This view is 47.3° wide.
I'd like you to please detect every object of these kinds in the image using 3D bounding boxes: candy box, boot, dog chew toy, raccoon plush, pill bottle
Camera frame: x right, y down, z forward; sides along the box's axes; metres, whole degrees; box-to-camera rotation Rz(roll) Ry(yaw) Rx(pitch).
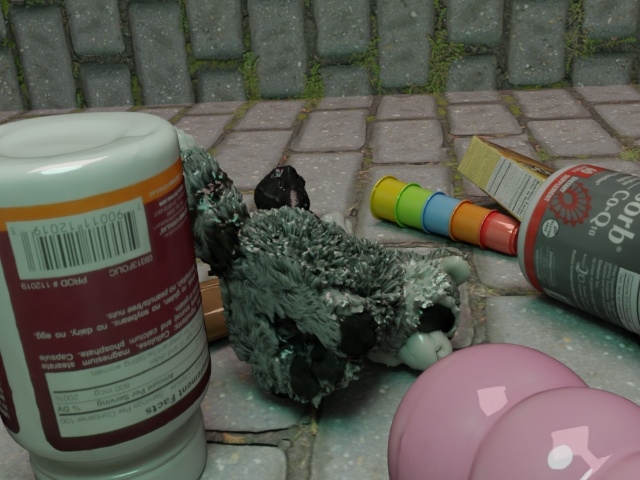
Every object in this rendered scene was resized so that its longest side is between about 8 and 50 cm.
[{"bbox_3d":[0.403,-0.095,1.379,0.183,0.087,0.316,18,17,-17],"label":"candy box"},{"bbox_3d":[-0.161,0.074,1.159,0.270,0.089,0.236,-16,25,-22],"label":"boot"},{"bbox_3d":[0.192,0.200,0.582,0.207,0.206,0.332,-13,8,-21],"label":"dog chew toy"},{"bbox_3d":[0.015,-0.004,0.957,0.299,0.446,0.216,-27,-1,-45],"label":"raccoon plush"},{"bbox_3d":[-0.233,0.080,0.761,0.224,0.392,0.224,-3,23,1],"label":"pill bottle"},{"bbox_3d":[0.470,0.030,0.994,0.210,0.210,0.363,-18,26,-30],"label":"pill bottle"}]

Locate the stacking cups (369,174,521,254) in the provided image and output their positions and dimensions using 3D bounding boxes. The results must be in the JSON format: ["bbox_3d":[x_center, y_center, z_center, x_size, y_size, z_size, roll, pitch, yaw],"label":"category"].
[{"bbox_3d":[0.235,-0.039,1.375,0.096,0.096,0.316,-23,33,-37],"label":"stacking cups"}]

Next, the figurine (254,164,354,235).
[{"bbox_3d":[0.000,0.000,1.190,0.092,0.215,0.209,-44,30,9],"label":"figurine"}]
